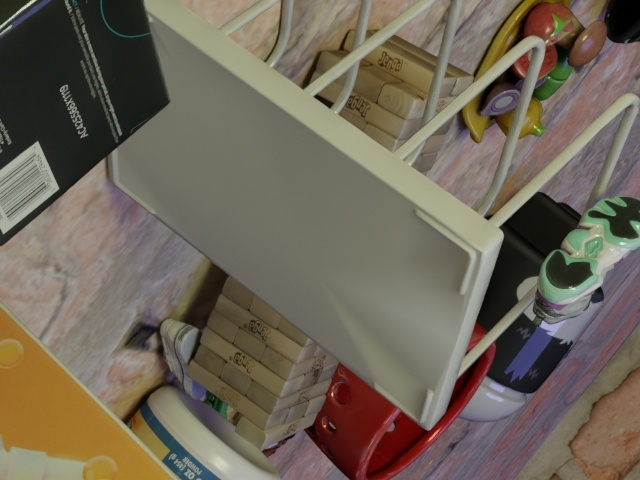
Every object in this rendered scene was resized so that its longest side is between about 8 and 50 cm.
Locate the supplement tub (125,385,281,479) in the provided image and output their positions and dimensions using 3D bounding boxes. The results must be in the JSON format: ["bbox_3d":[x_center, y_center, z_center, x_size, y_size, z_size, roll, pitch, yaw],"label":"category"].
[{"bbox_3d":[-0.146,0.243,1.212,0.200,0.144,0.144,-50,159,0],"label":"supplement tub"}]

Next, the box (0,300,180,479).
[{"bbox_3d":[-0.195,0.143,0.665,0.215,0.345,0.168,-44,158,-14],"label":"box"}]

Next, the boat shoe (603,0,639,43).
[{"bbox_3d":[0.338,-0.291,1.334,0.113,0.127,0.340,-3,160,0],"label":"boat shoe"}]

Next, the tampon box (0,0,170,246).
[{"bbox_3d":[-0.160,-0.103,0.578,0.101,0.161,0.120,-43,157,-17],"label":"tampon box"}]

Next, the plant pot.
[{"bbox_3d":[0.043,0.113,1.327,0.191,0.174,0.191,-42,158,-21],"label":"plant pot"}]

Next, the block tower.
[{"bbox_3d":[0.000,0.000,1.118,0.091,0.097,0.335,-13,130,-58],"label":"block tower"}]

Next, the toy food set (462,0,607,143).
[{"bbox_3d":[0.216,-0.173,1.333,0.128,0.071,0.218,-26,149,-46],"label":"toy food set"}]

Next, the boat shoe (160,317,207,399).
[{"bbox_3d":[-0.116,0.099,1.180,0.035,0.035,0.100,-50,153,-23],"label":"boat shoe"}]

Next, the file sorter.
[{"bbox_3d":[0.023,-0.065,0.857,0.173,0.277,0.193,-42,158,-30],"label":"file sorter"}]

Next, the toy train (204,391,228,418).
[{"bbox_3d":[-0.100,0.164,1.339,0.017,0.023,0.083,-33,154,-37],"label":"toy train"}]

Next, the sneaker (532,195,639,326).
[{"bbox_3d":[0.162,0.017,0.855,0.098,0.038,0.069,-35,156,-27],"label":"sneaker"}]

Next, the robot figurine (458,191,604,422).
[{"bbox_3d":[0.216,0.080,1.633,0.278,0.209,0.173,-55,-165,13],"label":"robot figurine"}]

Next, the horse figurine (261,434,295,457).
[{"bbox_3d":[-0.126,0.287,1.442,0.174,0.066,0.263,-28,148,-32],"label":"horse figurine"}]
